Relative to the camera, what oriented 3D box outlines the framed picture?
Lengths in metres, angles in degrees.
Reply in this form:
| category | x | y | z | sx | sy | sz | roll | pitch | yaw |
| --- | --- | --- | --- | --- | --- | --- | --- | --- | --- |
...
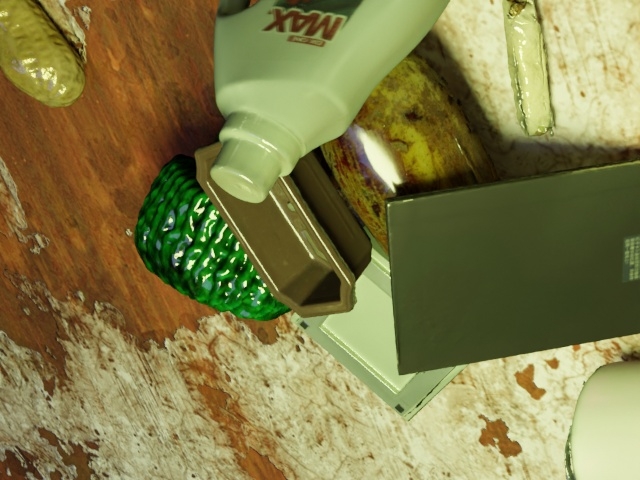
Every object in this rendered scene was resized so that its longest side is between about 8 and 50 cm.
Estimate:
| category | x | y | z | sx | sy | sz | roll | pitch | yaw |
| --- | --- | --- | --- | --- | --- | --- | --- | --- | --- |
| framed picture | 0.248 | 0.033 | 1.486 | 0.339 | 0.014 | 0.255 | -10 | 124 | -4 |

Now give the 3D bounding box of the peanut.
| category | x | y | z | sx | sy | sz | roll | pitch | yaw |
| --- | --- | --- | --- | --- | --- | --- | --- | --- | --- |
| peanut | -0.436 | -0.291 | 1.854 | 0.226 | 0.108 | 0.095 | 53 | 142 | -5 |

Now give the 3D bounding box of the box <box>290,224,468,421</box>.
| category | x | y | z | sx | sy | sz | roll | pitch | yaw |
| --- | --- | --- | --- | --- | --- | --- | --- | --- | --- |
| box | 0.110 | 0.099 | 1.721 | 0.225 | 0.117 | 0.225 | 41 | 137 | 5 |

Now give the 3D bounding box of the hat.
| category | x | y | z | sx | sy | sz | roll | pitch | yaw |
| --- | --- | --- | --- | --- | --- | --- | --- | --- | --- |
| hat | -0.090 | -0.076 | 1.698 | 0.274 | 0.242 | 0.332 | 33 | 106 | 39 |

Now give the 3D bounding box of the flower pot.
| category | x | y | z | sx | sy | sz | roll | pitch | yaw |
| --- | --- | --- | --- | --- | --- | --- | --- | --- | --- |
| flower pot | -0.032 | -0.033 | 1.512 | 0.179 | 0.084 | 0.250 | -12 | 113 | 57 |

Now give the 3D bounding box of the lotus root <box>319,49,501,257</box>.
| category | x | y | z | sx | sy | sz | roll | pitch | yaw |
| --- | --- | --- | --- | --- | --- | --- | --- | --- | --- |
| lotus root | 0.101 | -0.094 | 1.526 | 0.397 | 0.179 | 0.196 | 60 | 166 | -18 |

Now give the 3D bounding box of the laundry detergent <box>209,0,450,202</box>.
| category | x | y | z | sx | sy | sz | roll | pitch | yaw |
| --- | --- | --- | --- | --- | --- | --- | --- | --- | --- |
| laundry detergent | -0.017 | -0.224 | 1.368 | 0.264 | 0.397 | 0.124 | 16 | 157 | 26 |

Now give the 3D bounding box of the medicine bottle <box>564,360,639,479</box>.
| category | x | y | z | sx | sy | sz | roll | pitch | yaw |
| --- | --- | --- | --- | --- | --- | --- | --- | --- | --- |
| medicine bottle | 0.497 | 0.238 | 1.460 | 0.379 | 0.213 | 0.213 | -9 | 115 | 42 |

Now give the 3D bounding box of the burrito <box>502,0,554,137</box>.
| category | x | y | z | sx | sy | sz | roll | pitch | yaw |
| --- | --- | --- | --- | --- | --- | --- | --- | --- | --- |
| burrito | 0.239 | -0.203 | 1.455 | 0.045 | 0.041 | 0.185 | -14 | 119 | -3 |
